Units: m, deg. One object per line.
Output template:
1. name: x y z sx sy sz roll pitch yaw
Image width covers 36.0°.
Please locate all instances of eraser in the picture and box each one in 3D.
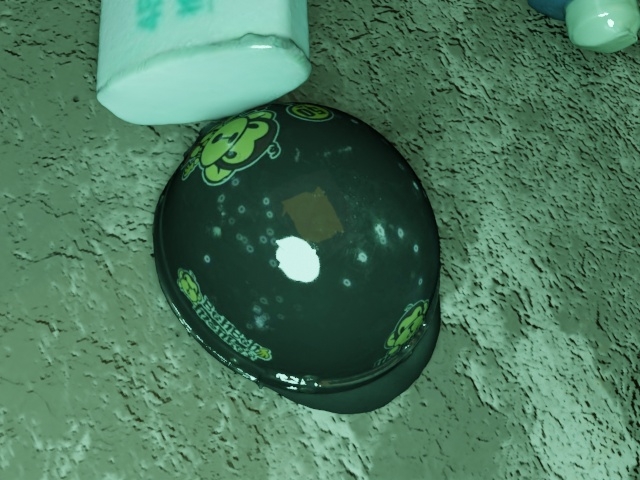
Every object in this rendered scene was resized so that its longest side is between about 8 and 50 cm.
1. eraser: -0.104 -0.255 0.876 0.189 0.104 0.290 -14 65 26

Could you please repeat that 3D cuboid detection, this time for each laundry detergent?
1. laundry detergent: 0.266 -0.322 1.026 0.094 0.143 0.290 11 63 -37

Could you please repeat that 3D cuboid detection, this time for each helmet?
1. helmet: 0.000 0.000 0.805 0.279 0.160 0.230 45 62 6
